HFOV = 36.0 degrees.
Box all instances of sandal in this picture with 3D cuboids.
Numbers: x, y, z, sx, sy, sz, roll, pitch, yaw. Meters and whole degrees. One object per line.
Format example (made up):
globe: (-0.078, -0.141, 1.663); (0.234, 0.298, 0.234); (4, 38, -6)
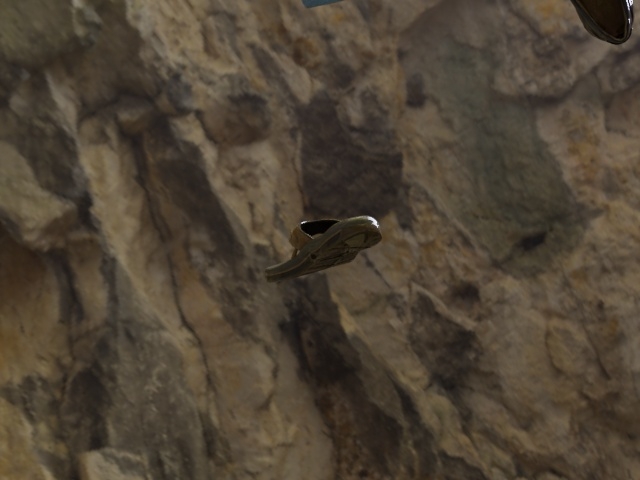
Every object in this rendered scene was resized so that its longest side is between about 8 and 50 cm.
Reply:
sandal: (0.000, 0.000, 0.907); (0.072, 0.180, 0.049); (-12, -100, -26)

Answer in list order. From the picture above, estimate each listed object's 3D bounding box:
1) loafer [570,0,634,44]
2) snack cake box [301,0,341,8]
loafer: (0.232, -0.249, 0.872); (0.062, 0.170, 0.061); (-35, -161, 19)
snack cake box: (0.104, -0.243, 0.697); (0.264, 0.089, 0.152); (-13, -161, 3)
